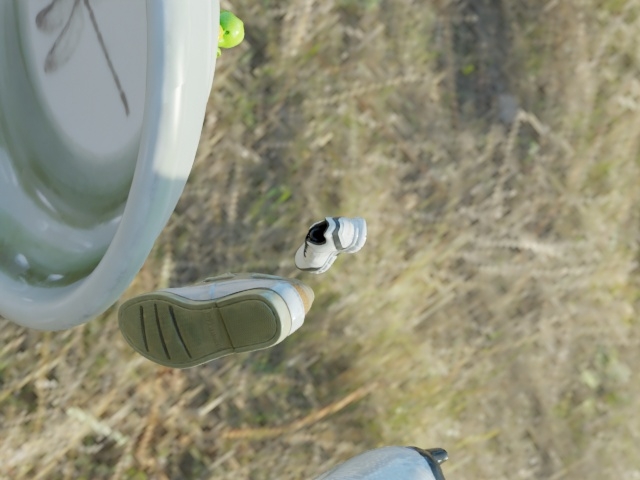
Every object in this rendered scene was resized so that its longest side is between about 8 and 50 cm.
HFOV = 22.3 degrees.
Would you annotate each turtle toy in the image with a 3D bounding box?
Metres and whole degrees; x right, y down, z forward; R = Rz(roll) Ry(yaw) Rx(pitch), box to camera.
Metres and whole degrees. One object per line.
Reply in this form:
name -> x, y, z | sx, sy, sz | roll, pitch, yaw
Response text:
turtle toy -> -0.148, -0.245, 1.867 | 0.130, 0.095, 0.066 | 14, 65, -28

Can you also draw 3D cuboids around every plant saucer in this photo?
plant saucer -> -0.158, -0.146, 1.025 | 0.100, 0.400, 0.401 | -7, 64, -34

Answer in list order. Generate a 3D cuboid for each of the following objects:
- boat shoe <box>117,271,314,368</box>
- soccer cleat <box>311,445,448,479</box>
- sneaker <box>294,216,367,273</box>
boat shoe -> -0.142, 0.105, 2.218 | 0.103, 0.302, 0.113 | -29, 110, -50
soccer cleat -> 0.001, 0.240, 1.231 | 0.143, 0.331, 0.116 | -11, 65, -19
sneaker -> 0.000, 0.000, 1.503 | 0.043, 0.109, 0.040 | 10, 66, -26
